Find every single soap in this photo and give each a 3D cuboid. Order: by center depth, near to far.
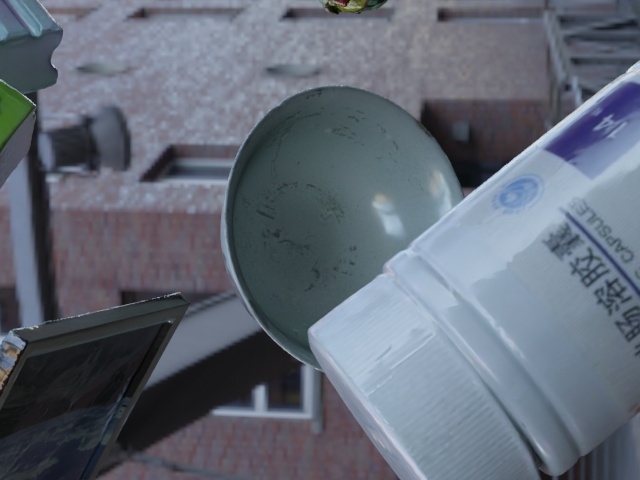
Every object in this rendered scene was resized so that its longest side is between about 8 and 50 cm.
[{"bbox_3d":[-0.413,-0.262,1.382,0.230,0.145,0.091,49,140,30],"label":"soap"}]

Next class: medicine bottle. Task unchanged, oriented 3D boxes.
[{"bbox_3d":[0.166,0.039,0.840,0.190,0.332,0.190,51,177,4],"label":"medicine bottle"}]

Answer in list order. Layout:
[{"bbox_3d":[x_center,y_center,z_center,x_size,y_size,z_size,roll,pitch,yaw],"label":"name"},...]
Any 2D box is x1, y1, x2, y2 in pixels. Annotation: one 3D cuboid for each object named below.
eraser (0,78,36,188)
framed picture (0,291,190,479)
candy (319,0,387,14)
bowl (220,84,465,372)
[{"bbox_3d":[-0.409,-0.155,1.149,0.092,0.274,0.210,-57,9,-17],"label":"eraser"},{"bbox_3d":[-0.206,0.151,0.860,0.260,0.023,0.189,-60,-21,19],"label":"framed picture"},{"bbox_3d":[0.112,-0.300,1.223,0.083,0.305,0.091,61,146,3],"label":"candy"},{"bbox_3d":[0.000,0.000,1.802,0.196,0.435,0.434,-16,67,54],"label":"bowl"}]
